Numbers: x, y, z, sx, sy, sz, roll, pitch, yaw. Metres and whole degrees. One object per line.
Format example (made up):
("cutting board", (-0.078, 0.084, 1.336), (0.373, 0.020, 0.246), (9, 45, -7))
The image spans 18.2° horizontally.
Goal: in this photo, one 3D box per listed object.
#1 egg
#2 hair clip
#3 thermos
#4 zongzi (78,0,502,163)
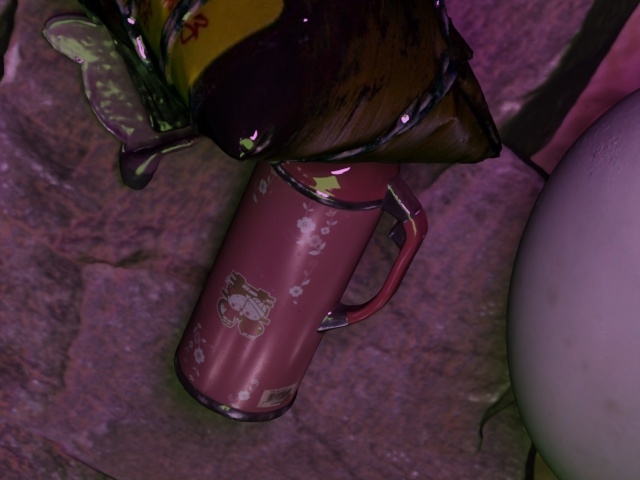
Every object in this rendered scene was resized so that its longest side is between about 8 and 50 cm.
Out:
("egg", (0.280, 0.044, 1.489), (0.276, 0.276, 0.389), (12, 126, -2))
("hair clip", (-0.128, -0.137, 1.553), (0.146, 0.056, 0.187), (-18, 129, 16))
("thermos", (-0.008, -0.001, 1.577), (0.109, 0.136, 0.330), (-5, 133, -37))
("zongzi", (-0.020, -0.248, 1.359), (0.383, 0.319, 0.362), (45, 112, 19))
